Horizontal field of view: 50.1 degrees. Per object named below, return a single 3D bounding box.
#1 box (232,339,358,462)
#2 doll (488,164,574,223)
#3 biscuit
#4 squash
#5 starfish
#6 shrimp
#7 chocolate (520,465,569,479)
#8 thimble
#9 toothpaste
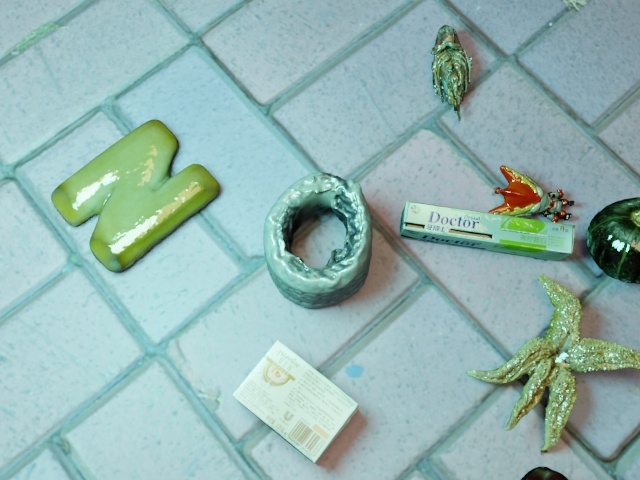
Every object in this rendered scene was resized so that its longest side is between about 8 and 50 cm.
[{"bbox_3d":[-0.046,0.300,1.277,0.199,0.081,0.135,38,74,9],"label":"box"},{"bbox_3d":[0.440,-0.084,1.429,0.169,0.057,0.109,15,89,-10],"label":"doll"},{"bbox_3d":[-0.381,-0.099,1.413,0.291,0.062,0.237,-38,76,-14],"label":"biscuit"},{"bbox_3d":[0.628,-0.001,1.354,0.193,0.156,0.193,-8,63,17],"label":"squash"},{"bbox_3d":[0.447,0.260,1.300,0.301,0.084,0.293,42,80,15],"label":"starfish"},{"bbox_3d":[0.292,-0.364,1.507,0.090,0.079,0.232,-7,77,2],"label":"shrimp"},{"bbox_3d":[0.400,0.487,1.224,0.149,0.080,0.125,-35,75,-13],"label":"chocolate"},{"bbox_3d":[0.000,0.000,1.337,0.217,0.157,0.245,18,72,4],"label":"thimble"},{"bbox_3d":[0.332,-0.018,1.389,0.337,0.081,0.067,8,75,2],"label":"toothpaste"}]
